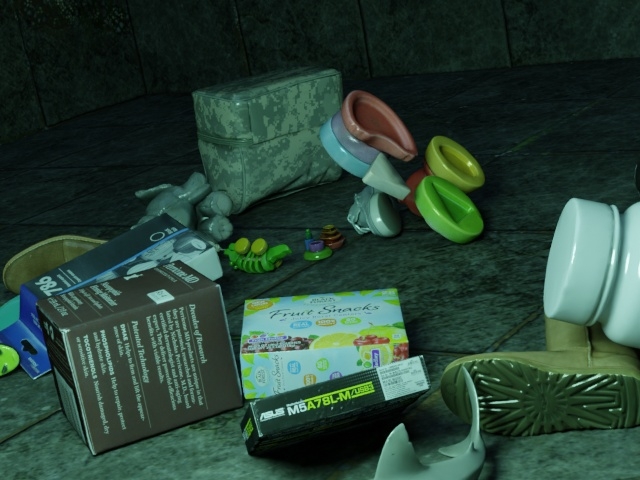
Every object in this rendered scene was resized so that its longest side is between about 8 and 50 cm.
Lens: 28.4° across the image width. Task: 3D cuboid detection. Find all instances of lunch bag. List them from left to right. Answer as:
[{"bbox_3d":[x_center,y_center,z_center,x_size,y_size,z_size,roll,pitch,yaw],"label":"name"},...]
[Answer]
[{"bbox_3d":[-0.100,-0.207,2.607,0.305,0.256,0.212,-19,19,-33],"label":"lunch bag"}]

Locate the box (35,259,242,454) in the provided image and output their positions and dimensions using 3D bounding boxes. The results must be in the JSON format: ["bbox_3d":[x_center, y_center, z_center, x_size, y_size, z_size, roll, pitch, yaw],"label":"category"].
[{"bbox_3d":[-0.231,0.142,1.600,0.203,0.167,0.168,-17,16,-21],"label":"box"}]

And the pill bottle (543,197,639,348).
[{"bbox_3d":[0.396,0.047,1.367,0.283,0.160,0.160,12,17,1],"label":"pill bottle"}]

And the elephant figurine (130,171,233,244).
[{"bbox_3d":[-0.271,-0.030,2.340,0.169,0.186,0.239,-59,23,-17],"label":"elephant figurine"}]

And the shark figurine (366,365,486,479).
[{"bbox_3d":[0.095,0.216,1.221,0.278,0.116,0.166,-24,21,-34],"label":"shark figurine"}]

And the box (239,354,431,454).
[{"bbox_3d":[0.012,0.182,1.379,0.191,0.045,0.184,-14,-11,-10],"label":"box"}]

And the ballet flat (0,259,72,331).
[{"bbox_3d":[-0.451,0.104,2.080,0.188,0.070,0.070,-33,18,-5],"label":"ballet flat"}]

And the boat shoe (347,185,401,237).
[{"bbox_3d":[0.092,-0.045,2.256,0.081,0.079,0.227,-31,14,12],"label":"boat shoe"}]

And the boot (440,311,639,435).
[{"bbox_3d":[0.269,0.131,1.464,0.236,0.089,0.269,5,19,10],"label":"boot"}]

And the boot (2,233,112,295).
[{"bbox_3d":[-0.407,0.058,2.163,0.305,0.112,0.115,-6,26,8],"label":"boot"}]

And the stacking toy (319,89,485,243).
[{"bbox_3d":[0.132,-0.092,2.150,0.130,0.309,0.279,-48,26,30],"label":"stacking toy"}]

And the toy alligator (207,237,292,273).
[{"bbox_3d":[-0.130,0.031,2.162,0.190,0.056,0.051,1,60,37],"label":"toy alligator"}]

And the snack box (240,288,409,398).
[{"bbox_3d":[0.004,0.129,1.617,0.207,0.070,0.174,-3,20,1],"label":"snack box"}]

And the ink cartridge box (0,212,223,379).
[{"bbox_3d":[-0.331,0.077,1.933,0.333,0.065,0.165,-31,37,-23],"label":"ink cartridge box"}]

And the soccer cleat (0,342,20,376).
[{"bbox_3d":[-0.526,0.178,1.882,0.179,0.060,0.072,-11,14,11],"label":"soccer cleat"}]

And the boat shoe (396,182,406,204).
[{"bbox_3d":[0.201,-0.093,2.384,0.135,0.050,0.045,-4,10,-15],"label":"boat shoe"}]

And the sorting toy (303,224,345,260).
[{"bbox_3d":[0.000,0.000,2.190,0.061,0.042,0.102,-2,18,29],"label":"sorting toy"}]

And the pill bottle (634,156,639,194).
[{"bbox_3d":[0.617,-0.128,2.074,0.123,0.122,0.219,3,20,41],"label":"pill bottle"}]
